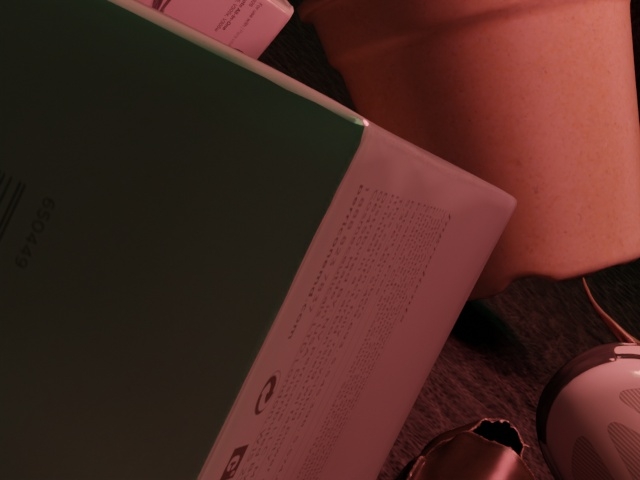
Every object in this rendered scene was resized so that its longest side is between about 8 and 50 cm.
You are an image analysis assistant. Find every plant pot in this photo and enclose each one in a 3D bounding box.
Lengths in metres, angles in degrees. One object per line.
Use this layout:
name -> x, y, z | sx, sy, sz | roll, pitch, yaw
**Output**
plant pot -> 0.175, -0.112, 1.348 | 0.334, 0.333, 0.305 | -20, 96, -75

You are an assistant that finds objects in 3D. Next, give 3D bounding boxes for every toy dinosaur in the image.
toy dinosaur -> 0.398, 0.141, 1.771 | 0.211, 0.064, 0.112 | 46, -6, -7

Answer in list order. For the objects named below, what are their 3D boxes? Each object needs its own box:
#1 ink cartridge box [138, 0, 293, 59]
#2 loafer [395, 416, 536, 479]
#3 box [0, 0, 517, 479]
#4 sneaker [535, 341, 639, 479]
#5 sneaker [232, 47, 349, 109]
ink cartridge box -> -0.191, -0.305, 1.531 | 0.289, 0.121, 0.211 | 33, 14, -23
loafer -> 0.078, 0.145, 0.809 | 0.080, 0.078, 0.220 | 38, 13, 0
box -> -0.073, 0.003, 0.532 | 0.215, 0.168, 0.345 | 27, 5, 13
sneaker -> 0.337, 0.249, 0.948 | 0.447, 0.169, 0.257 | 41, 11, 0
sneaker -> -0.046, -0.140, 1.451 | 0.228, 0.086, 0.132 | 30, 13, -27
